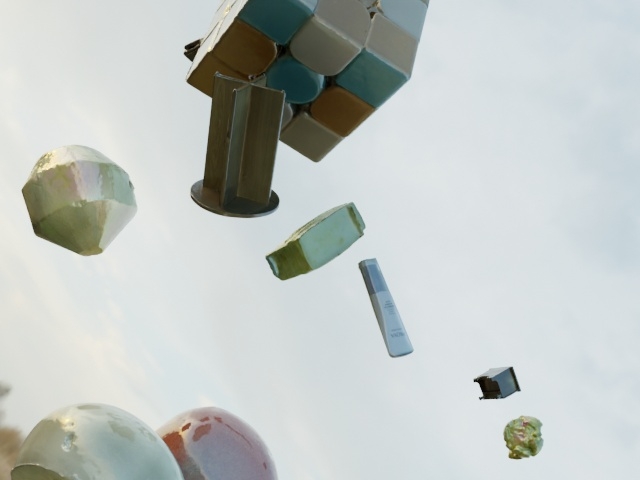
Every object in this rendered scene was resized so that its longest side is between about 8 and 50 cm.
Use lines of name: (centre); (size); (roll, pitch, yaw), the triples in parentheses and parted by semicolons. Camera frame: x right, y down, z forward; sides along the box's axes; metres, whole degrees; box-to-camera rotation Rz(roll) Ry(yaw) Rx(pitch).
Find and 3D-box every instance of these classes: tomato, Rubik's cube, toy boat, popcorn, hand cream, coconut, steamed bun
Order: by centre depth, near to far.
steamed bun: (-0.383, 0.432, 1.563); (0.324, 0.206, 0.324); (19, -51, 25)
Rubik's cube: (-0.018, -0.433, 1.785); (0.344, 0.346, 0.347); (32, -39, -19)
tomato: (-0.249, 0.531, 1.856); (0.341, 0.341, 0.273); (52, -15, 5)
coconut: (-0.559, -0.084, 2.033); (0.259, 0.259, 0.259); (42, -26, 26)
popcorn: (0.480, 0.465, 2.073); (0.097, 0.109, 0.089); (15, -29, 13)
toy boat: (0.002, 0.000, 2.131); (0.111, 0.276, 0.084); (63, -24, -9)
hand cream: (0.154, 0.164, 2.132); (0.048, 0.079, 0.255); (-46, -121, 51)

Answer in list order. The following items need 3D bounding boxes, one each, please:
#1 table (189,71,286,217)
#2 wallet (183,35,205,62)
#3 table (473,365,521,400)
table: (-0.140, -0.177, 1.565); (0.167, 0.167, 0.226); (33, -56, 39)
wallet: (-0.193, -0.457, 2.268); (0.221, 0.071, 0.262); (-10, -29, 40)
table: (0.457, 0.377, 2.285); (0.083, 0.082, 0.070); (-17, -89, 54)
